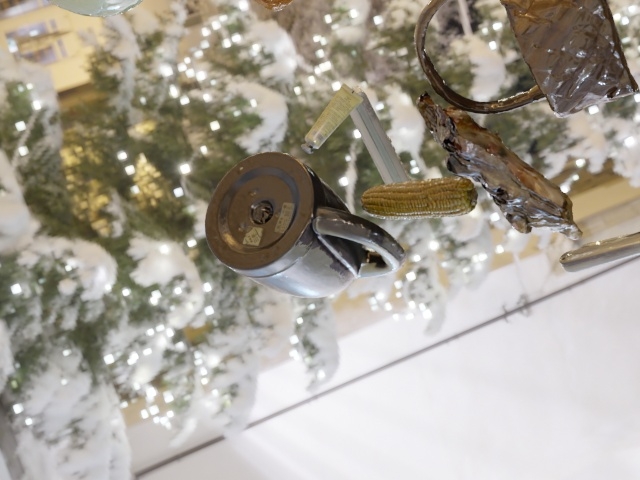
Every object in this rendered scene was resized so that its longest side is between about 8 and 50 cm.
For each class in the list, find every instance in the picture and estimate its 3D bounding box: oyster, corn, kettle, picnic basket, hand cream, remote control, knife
[{"bbox_3d":[0.302,-0.125,1.581,0.361,0.096,0.221,36,27,-13],"label":"oyster"},{"bbox_3d":[0.189,-0.079,1.740,0.231,0.080,0.080,-3,-66,32],"label":"corn"},{"bbox_3d":[0.000,0.000,1.702,0.324,0.321,0.228,37,60,-56],"label":"kettle"},{"bbox_3d":[0.310,-0.335,1.487,0.293,0.337,0.337,50,1,-38],"label":"picnic basket"},{"bbox_3d":[0.013,-0.154,1.172,0.035,0.102,0.022,37,-12,1],"label":"hand cream"},{"bbox_3d":[0.133,-0.207,2.016,0.277,0.055,0.103,62,4,-17],"label":"remote control"},{"bbox_3d":[0.672,0.020,2.111,0.040,0.073,0.265,45,-37,-20],"label":"knife"}]

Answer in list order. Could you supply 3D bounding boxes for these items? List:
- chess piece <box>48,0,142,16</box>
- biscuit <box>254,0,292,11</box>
[{"bbox_3d":[-0.128,-0.268,0.606,0.251,0.144,0.144,-61,-139,26],"label":"chess piece"},{"bbox_3d":[-0.094,-0.394,1.319,0.140,0.118,0.023,53,-30,0],"label":"biscuit"}]
